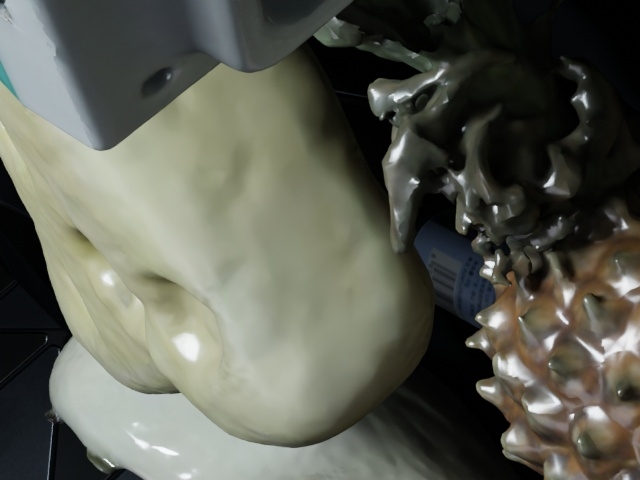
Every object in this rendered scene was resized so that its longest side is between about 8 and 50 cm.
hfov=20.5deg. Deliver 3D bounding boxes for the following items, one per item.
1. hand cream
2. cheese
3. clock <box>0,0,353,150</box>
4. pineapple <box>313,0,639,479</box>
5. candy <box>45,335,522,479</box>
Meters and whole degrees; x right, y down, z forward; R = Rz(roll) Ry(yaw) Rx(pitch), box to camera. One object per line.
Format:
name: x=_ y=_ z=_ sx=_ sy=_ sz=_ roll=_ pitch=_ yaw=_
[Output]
hand cream: x=0.134 y=0.050 z=0.964 sx=0.256 sy=0.055 sz=0.088 roll=33 pitch=152 yaw=39
cheese: x=-0.104 y=-0.077 z=0.850 sx=0.328 sy=0.130 sz=0.351 roll=62 pitch=165 yaw=-14
clock: x=-0.008 y=-0.157 z=0.488 sx=0.116 sy=0.231 sz=0.262 roll=38 pitch=163 yaw=20
pineapple: x=0.117 y=0.006 z=0.716 sx=0.361 sy=0.175 sz=0.175 roll=59 pitch=165 yaw=-5
candy: x=-0.012 y=0.146 z=1.295 sx=0.386 sy=0.186 sz=0.427 roll=31 pitch=178 yaw=-12
